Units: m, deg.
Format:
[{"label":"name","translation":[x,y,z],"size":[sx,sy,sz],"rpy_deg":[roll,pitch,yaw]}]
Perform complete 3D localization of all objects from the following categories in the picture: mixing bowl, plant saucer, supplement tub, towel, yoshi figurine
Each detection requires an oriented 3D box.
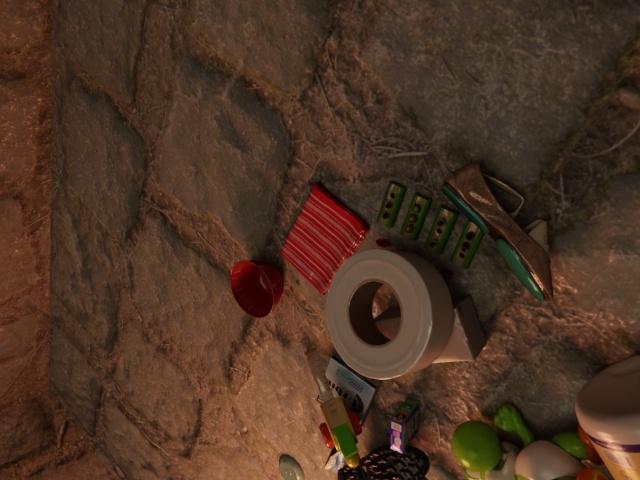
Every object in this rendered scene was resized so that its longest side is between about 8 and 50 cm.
[{"label":"mixing bowl","translation":[-0.178,0.133,1.356],"size":[0.181,0.098,0.182],"rpy_deg":[14,114,34]},{"label":"plant saucer","translation":[-0.110,0.826,1.592],"size":[0.119,0.021,0.120],"rpy_deg":[13,112,34]},{"label":"supplement tub","translation":[0.620,0.379,0.735],"size":[0.241,0.241,0.331],"rpy_deg":[-35,84,40]},{"label":"towel","translation":[0.000,0.000,1.219],"size":[0.199,0.031,0.275],"rpy_deg":[43,127,19]},{"label":"yoshi figurine","translation":[0.422,0.463,0.953],"size":[0.362,0.203,0.203],"rpy_deg":[-38,60,51]}]

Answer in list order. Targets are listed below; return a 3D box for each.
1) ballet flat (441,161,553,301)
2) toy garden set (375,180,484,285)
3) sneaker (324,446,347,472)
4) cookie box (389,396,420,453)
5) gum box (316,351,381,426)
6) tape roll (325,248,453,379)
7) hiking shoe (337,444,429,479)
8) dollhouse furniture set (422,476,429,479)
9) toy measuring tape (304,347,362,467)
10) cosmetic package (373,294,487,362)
[{"label":"ballet flat","translation":[0.375,-0.030,0.878],"size":[0.106,0.107,0.316],"rpy_deg":[-38,80,5]},{"label":"toy garden set","translation":[0.226,0.006,1.033],"size":[0.244,0.049,0.204],"rpy_deg":[30,122,26]},{"label":"sneaker","translation":[0.072,0.672,1.387],"size":[0.073,0.063,0.162],"rpy_deg":[28,126,7]},{"label":"cookie box","translation":[0.222,0.480,1.162],"size":[0.040,0.107,0.092],"rpy_deg":[9,112,34]},{"label":"gum box","translation":[0.079,0.442,1.302],"size":[0.156,0.041,0.185],"rpy_deg":[30,121,26]},{"label":"tape roll","translation":[0.146,0.160,1.004],"size":[0.286,0.100,0.287],"rpy_deg":[-4,84,42]},{"label":"hiking shoe","translation":[0.183,0.622,1.235],"size":[0.304,0.132,0.113],"rpy_deg":[-34,66,36]},{"label":"dollhouse furniture set","translation":[0.249,0.699,1.237],"size":[0.058,0.076,0.152],"rpy_deg":[42,125,20]},{"label":"toy measuring tape","translation":[0.032,0.474,1.269],"size":[0.121,0.121,0.330],"rpy_deg":[-43,62,39]},{"label":"cosmetic package","translation":[0.252,0.216,1.055],"size":[0.237,0.107,0.127],"rpy_deg":[-16,94,37]}]
